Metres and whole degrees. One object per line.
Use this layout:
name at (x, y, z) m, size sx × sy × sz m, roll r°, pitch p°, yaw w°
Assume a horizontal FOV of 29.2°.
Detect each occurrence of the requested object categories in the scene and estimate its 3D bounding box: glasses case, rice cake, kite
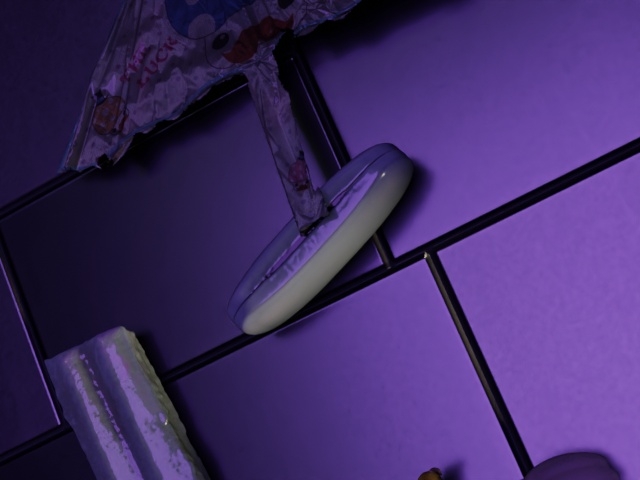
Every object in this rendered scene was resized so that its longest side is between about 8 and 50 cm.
glasses case at (0.000, 0.000, 0.907) m, size 0.178 × 0.067 × 0.045 m, roll -47°, pitch 71°, yaw 9°
rice cake at (-0.135, 0.174, 0.952) m, size 0.085 × 0.040 × 0.226 m, roll -32°, pitch 75°, yaw 14°
kite at (-0.057, -0.170, 0.936) m, size 0.406 × 0.014 × 0.369 m, roll -28°, pitch 64°, yaw 19°

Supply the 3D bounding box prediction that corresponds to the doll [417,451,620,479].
doll at (0.234, 0.212, 0.783) m, size 0.365 × 0.094 × 0.160 m, roll -5°, pitch 55°, yaw 25°
